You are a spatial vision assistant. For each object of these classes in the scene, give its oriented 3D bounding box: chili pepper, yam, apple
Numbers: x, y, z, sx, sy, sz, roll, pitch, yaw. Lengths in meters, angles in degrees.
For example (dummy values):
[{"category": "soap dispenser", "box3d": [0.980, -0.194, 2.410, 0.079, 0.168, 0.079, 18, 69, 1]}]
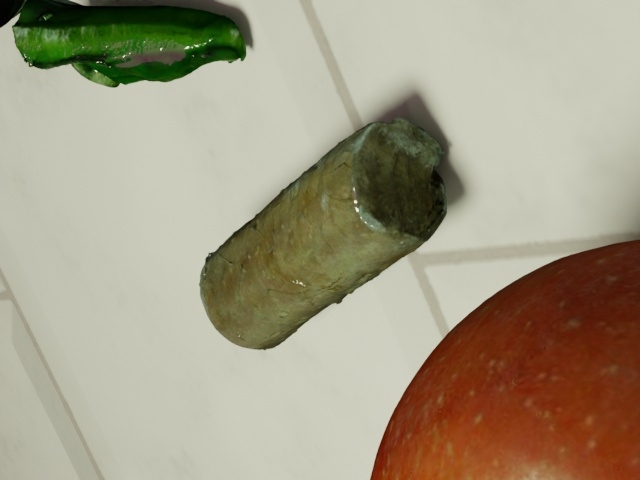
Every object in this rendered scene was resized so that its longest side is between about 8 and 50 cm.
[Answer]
[{"category": "chili pepper", "box3d": [-0.141, -0.149, 1.128, 0.216, 0.108, 0.062, 10, 91, 38]}, {"category": "yam", "box3d": [0.000, 0.000, 1.049, 0.093, 0.093, 0.259, 56, 146, 2]}, {"category": "apple", "box3d": [0.194, 0.168, 0.773, 0.348, 0.277, 0.349, 31, 137, 34]}]

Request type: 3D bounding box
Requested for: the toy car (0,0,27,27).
[{"category": "toy car", "box3d": [-0.263, -0.247, 1.148, 0.125, 0.136, 0.306, 43, 144, -4]}]
